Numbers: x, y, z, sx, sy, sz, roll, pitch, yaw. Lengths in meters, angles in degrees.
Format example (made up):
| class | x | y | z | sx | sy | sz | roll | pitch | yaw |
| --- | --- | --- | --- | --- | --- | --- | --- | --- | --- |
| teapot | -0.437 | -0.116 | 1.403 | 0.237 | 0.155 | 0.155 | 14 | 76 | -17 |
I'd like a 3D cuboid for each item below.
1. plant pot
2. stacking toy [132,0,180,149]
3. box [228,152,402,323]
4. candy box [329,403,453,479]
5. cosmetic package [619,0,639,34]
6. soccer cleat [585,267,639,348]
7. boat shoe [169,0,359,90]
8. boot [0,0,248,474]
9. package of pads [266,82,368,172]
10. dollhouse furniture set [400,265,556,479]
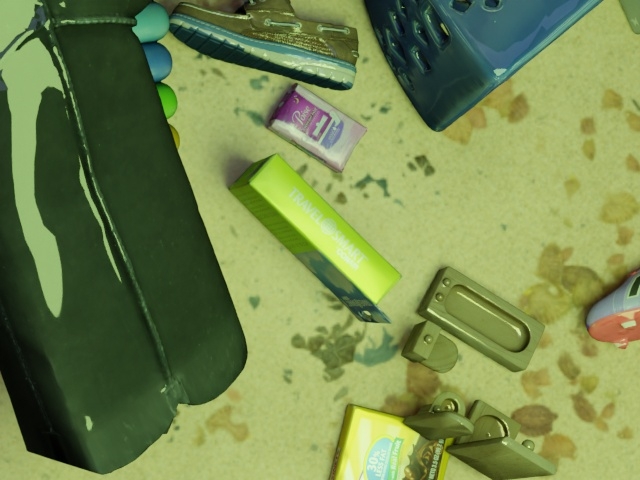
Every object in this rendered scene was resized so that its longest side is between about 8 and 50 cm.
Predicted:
| class | x | y | z | sx | sy | sz | roll | pitch | yaw |
| --- | --- | --- | --- | --- | --- | --- | --- | --- | --- |
| plant pot | 0.146 | -0.262 | 1.349 | 0.236 | 0.236 | 0.212 | -39 | 91 | -11 |
| stacking toy | -0.181 | -0.106 | 1.329 | 0.141 | 0.141 | 0.330 | -11 | 97 | -12 |
| box | 0.000 | 0.000 | 1.370 | 0.178 | 0.109 | 0.042 | 45 | 79 | -9 |
| candy box | 0.052 | 0.265 | 1.421 | 0.105 | 0.027 | 0.205 | 15 | 86 | -10 |
| cosmetic package | 0.393 | -0.307 | 1.464 | 0.238 | 0.107 | 0.127 | -30 | 99 | -14 |
| soccer cleat | 0.363 | 0.030 | 1.476 | 0.248 | 0.083 | 0.095 | -19 | 64 | -7 |
| boat shoe | -0.051 | -0.192 | 1.389 | 0.183 | 0.066 | 0.066 | 16 | 81 | -22 |
| boot | -0.132 | -0.087 | 1.208 | 0.367 | 0.146 | 0.445 | -28 | 111 | -28 |
| package of pads | -0.003 | -0.104 | 1.411 | 0.083 | 0.032 | 0.050 | 32 | 80 | -10 |
| dollhouse furniture set | 0.157 | 0.116 | 1.383 | 0.144 | 0.123 | 0.151 | 32 | 71 | -10 |
